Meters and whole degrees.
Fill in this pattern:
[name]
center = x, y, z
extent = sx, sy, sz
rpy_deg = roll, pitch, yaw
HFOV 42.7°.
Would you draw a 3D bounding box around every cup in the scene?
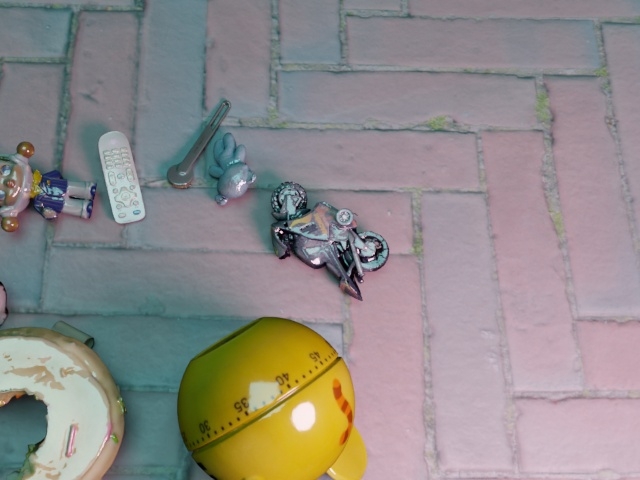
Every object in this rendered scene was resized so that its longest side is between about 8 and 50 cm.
[cup]
center = -0.533, 0.218, 1.741
extent = 0.083, 0.075, 0.054
rpy_deg = 28, 31, 12

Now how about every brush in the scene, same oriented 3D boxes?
[brush]
center = -0.282, -0.232, 1.956
extent = 0.062, 0.027, 0.266
rpy_deg = 25, 64, 7

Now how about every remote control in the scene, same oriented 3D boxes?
[remote control]
center = -0.464, -0.146, 1.898
extent = 0.073, 0.044, 0.229
rpy_deg = -13, 77, -14

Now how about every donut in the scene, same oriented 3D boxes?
[donut]
center = -0.549, 0.342, 1.608
extent = 0.307, 0.150, 0.371
rpy_deg = -29, 80, -19

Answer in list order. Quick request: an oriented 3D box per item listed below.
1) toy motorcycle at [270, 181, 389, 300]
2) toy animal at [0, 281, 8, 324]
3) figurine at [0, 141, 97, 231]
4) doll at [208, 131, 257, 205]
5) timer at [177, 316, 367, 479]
[toy motorcycle]
center = 0.000, 0.000, 1.829
extent = 0.307, 0.108, 0.173
rpy_deg = 33, 78, 10
[toy animal]
center = -0.793, 0.116, 1.701
extent = 0.235, 0.165, 0.187
rpy_deg = 26, 85, 6
[figurine]
center = -0.646, -0.124, 1.839
extent = 0.274, 0.133, 0.193
rpy_deg = -12, 91, -14
[doll]
center = -0.204, -0.168, 1.913
extent = 0.120, 0.075, 0.179
rpy_deg = -35, 44, 23
[timer]
center = -0.084, 0.351, 1.557
extent = 0.376, 0.376, 0.387
rpy_deg = -31, 89, -15
